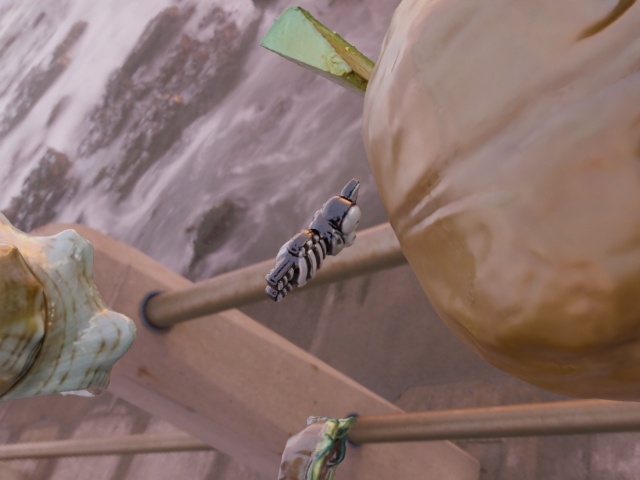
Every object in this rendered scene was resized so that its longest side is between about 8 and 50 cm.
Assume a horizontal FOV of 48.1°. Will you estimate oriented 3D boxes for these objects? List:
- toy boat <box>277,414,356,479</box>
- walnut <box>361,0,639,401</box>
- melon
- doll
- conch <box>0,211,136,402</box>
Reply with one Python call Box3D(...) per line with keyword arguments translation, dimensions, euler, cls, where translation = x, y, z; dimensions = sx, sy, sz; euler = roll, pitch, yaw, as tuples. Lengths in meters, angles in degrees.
Box3D(translation=(-0.008, 0.325, 0.726), dimensions=(0.099, 0.108, 0.293), euler=(-2, 65, 7), cls="toy boat")
Box3D(translation=(0.226, -0.084, 0.454), dimensions=(0.397, 0.354, 0.308), euler=(-33, -3, 16), cls="walnut")
Box3D(translation=(0.064, -0.160, 0.759), dimensions=(0.053, 0.261, 0.114), euler=(-59, 36, 8), cls="melon")
Box3D(translation=(0.000, 0.000, 1.006), dimensions=(0.067, 0.091, 0.219), euler=(29, 56, 19), cls="doll")
Box3D(translation=(-0.258, 0.064, 0.619), dimensions=(0.386, 0.203, 0.170), euler=(73, -140, -83), cls="conch")
